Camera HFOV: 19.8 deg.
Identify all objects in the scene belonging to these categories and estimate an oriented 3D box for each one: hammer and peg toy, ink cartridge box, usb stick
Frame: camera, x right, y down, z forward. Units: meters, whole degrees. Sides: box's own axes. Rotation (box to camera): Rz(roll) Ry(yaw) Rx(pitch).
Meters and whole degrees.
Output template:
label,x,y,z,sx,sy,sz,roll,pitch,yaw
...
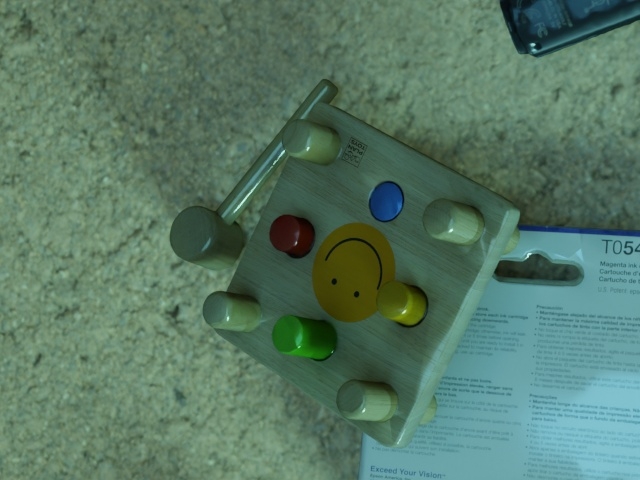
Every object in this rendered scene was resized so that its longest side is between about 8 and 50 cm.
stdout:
label,x,y,z,sx,sy,sz,roll,pitch,yaw
hammer and peg toy,0.000,0.000,1.750,0.361,0.127,0.266,32,101,34
ink cartridge box,0.204,0.152,1.746,0.324,0.071,0.330,4,83,22
usb stick,0.305,-0.248,1.714,0.278,0.045,0.077,-20,92,21
